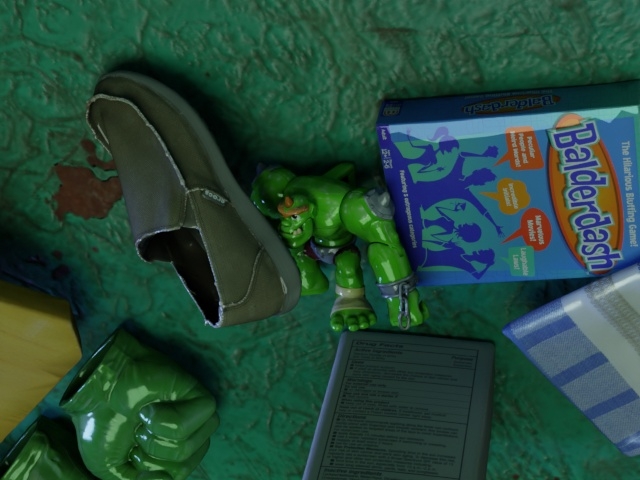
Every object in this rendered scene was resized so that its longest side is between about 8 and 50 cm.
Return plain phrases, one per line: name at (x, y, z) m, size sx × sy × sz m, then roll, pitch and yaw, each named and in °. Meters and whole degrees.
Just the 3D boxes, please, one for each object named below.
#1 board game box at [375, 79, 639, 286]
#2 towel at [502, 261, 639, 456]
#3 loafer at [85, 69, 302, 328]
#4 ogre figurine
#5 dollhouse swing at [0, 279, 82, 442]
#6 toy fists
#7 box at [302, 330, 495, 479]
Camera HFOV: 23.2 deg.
board game box at (0.162, -0.043, 1.277) m, size 0.210 × 0.047 × 0.160 m, roll -4°, pitch 121°, yaw 14°
towel at (0.325, 0.079, 1.300) m, size 0.285 × 0.034 × 0.209 m, roll -26°, pitch 128°, yaw 27°
loafer at (-0.118, -0.032, 1.274) m, size 0.251 × 0.087 × 0.094 m, roll 50°, pitch 146°, yaw 11°
ogre figurine at (0.000, 0.000, 1.313) m, size 0.097 × 0.197 × 0.118 m, roll -16°, pitch 116°, yaw -30°
dollhouse swing at (-0.440, 0.032, 1.441) m, size 0.305 × 0.315 × 0.347 m, roll 6°, pitch 139°, yaw -45°
toy fists at (-0.205, 0.211, 1.496) m, size 0.142 × 0.096 × 0.279 m, roll 35°, pitch 122°, yaw -12°
box at (0.063, 0.215, 1.307) m, size 0.148 × 0.311 × 0.121 m, roll 4°, pitch 123°, yaw 11°
